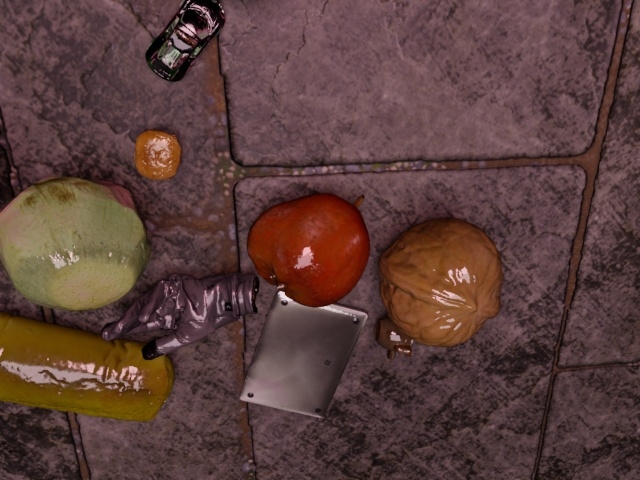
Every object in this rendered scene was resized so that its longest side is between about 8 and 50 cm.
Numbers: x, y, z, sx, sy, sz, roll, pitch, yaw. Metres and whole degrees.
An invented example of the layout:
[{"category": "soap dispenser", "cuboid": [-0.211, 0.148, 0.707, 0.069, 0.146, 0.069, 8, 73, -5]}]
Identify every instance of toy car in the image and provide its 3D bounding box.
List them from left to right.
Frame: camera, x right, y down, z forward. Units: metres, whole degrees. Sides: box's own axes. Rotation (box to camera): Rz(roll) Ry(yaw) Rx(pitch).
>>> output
[{"category": "toy car", "cuboid": [-0.202, -0.302, 0.840, 0.069, 0.055, 0.142, 37, 107, -23]}]

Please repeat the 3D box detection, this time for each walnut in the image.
[{"category": "walnut", "cuboid": [0.206, 0.071, 0.958, 0.228, 0.228, 0.228, -2, 114, -5]}]

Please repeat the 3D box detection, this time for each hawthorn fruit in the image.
[{"category": "hawthorn fruit", "cuboid": [0.000, 0.000, 0.945, 0.225, 0.196, 0.196, -43, 113, -14]}]

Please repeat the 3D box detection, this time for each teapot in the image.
[{"category": "teapot", "cuboid": [0.141, 0.200, 1.091, 0.080, 0.085, 0.110, 11, 132, -9]}]

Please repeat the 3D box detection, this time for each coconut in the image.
[{"category": "coconut", "cuboid": [-0.383, -0.004, 0.878, 0.236, 0.236, 0.204, -9, 142, -2]}]

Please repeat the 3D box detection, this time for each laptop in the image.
[{"category": "laptop", "cuboid": [-0.036, 0.231, 1.116, 0.188, 0.015, 0.269, 16, 112, -12]}]

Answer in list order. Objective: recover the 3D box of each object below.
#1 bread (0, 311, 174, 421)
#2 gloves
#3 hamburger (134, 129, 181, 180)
[{"category": "bread", "cuboid": [-0.463, 0.242, 1.025, 0.384, 0.112, 0.166, 15, 111, -13]}, {"category": "gloves", "cuboid": [-0.241, 0.130, 0.999, 0.286, 0.119, 0.142, -13, 104, -15]}, {"category": "hamburger", "cuboid": [-0.264, -0.138, 0.913, 0.076, 0.044, 0.083, 2, 111, -7]}]
